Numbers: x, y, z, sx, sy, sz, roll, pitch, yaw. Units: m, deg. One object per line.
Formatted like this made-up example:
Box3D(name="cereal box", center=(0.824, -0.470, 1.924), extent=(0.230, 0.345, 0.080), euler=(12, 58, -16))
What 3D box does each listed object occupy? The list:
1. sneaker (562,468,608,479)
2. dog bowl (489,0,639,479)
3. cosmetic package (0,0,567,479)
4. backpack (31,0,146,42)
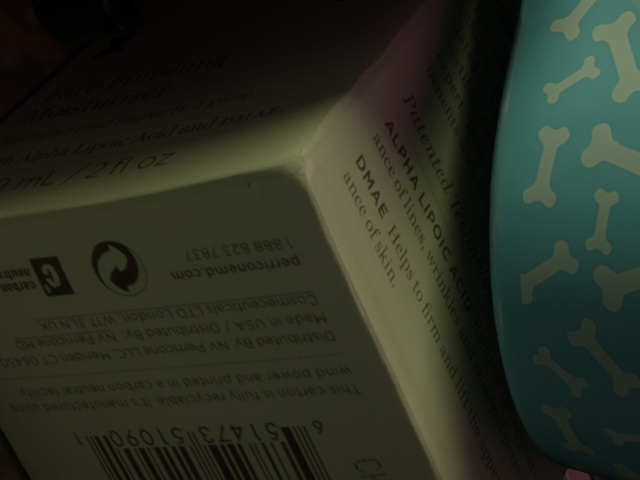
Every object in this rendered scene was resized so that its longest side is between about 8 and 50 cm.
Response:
Box3D(name="sneaker", center=(0.129, 0.127, 0.750), extent=(0.147, 0.105, 0.295), euler=(-35, 109, -47))
Box3D(name="dog bowl", center=(0.116, -0.061, 0.503), extent=(0.166, 0.074, 0.297), euler=(51, 46, -53))
Box3D(name="cosmetic package", center=(0.000, 0.000, 0.543), extent=(0.183, 0.151, 0.151), euler=(-54, 128, -47))
Box3D(name="backpack", center=(-0.020, -0.202, 0.490), extent=(0.191, 0.225, 0.253), euler=(65, 31, -29))
